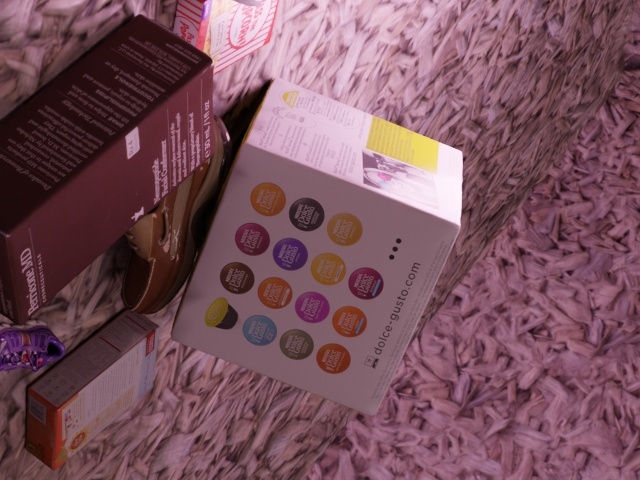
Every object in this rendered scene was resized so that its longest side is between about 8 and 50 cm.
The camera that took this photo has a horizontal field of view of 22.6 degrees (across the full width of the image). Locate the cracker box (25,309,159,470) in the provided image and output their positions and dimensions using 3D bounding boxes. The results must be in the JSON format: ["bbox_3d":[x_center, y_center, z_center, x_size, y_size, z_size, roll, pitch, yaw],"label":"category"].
[{"bbox_3d":[-0.351,0.227,2.473,0.232,0.067,0.155,-39,154,-39],"label":"cracker box"}]

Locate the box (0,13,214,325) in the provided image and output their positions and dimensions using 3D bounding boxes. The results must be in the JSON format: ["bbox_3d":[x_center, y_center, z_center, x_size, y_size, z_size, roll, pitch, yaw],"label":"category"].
[{"bbox_3d":[-0.301,-0.094,2.020,0.381,0.143,0.191,-44,156,-30],"label":"box"}]

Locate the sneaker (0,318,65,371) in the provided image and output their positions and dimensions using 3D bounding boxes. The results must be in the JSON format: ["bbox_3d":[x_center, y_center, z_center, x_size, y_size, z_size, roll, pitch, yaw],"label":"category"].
[{"bbox_3d":[-0.413,0.153,2.214,0.170,0.071,0.068,-19,137,-59],"label":"sneaker"}]

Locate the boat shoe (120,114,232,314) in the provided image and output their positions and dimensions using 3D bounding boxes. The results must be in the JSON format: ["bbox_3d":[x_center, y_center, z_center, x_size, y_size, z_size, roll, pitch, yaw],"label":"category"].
[{"bbox_3d":[-0.236,-0.044,2.304,0.120,0.122,0.324,5,119,-33],"label":"boat shoe"}]

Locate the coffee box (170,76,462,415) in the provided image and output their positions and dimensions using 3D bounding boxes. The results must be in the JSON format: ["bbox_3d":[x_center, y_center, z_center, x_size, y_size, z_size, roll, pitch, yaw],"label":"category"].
[{"bbox_3d":[0.000,0.000,2.429,0.338,0.334,0.337,-76,-172,-67],"label":"coffee box"}]

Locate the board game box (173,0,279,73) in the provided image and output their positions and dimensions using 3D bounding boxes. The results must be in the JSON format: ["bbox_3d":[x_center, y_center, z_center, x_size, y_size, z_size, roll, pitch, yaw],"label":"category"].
[{"bbox_3d":[-0.130,-0.312,2.227,0.193,0.045,0.146,-38,152,-44],"label":"board game box"}]

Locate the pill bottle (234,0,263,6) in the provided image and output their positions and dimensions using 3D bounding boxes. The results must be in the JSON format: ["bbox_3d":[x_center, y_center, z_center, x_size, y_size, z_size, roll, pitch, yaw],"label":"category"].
[{"bbox_3d":[-0.084,-0.420,2.070,0.215,0.117,0.117,-63,159,13],"label":"pill bottle"}]
